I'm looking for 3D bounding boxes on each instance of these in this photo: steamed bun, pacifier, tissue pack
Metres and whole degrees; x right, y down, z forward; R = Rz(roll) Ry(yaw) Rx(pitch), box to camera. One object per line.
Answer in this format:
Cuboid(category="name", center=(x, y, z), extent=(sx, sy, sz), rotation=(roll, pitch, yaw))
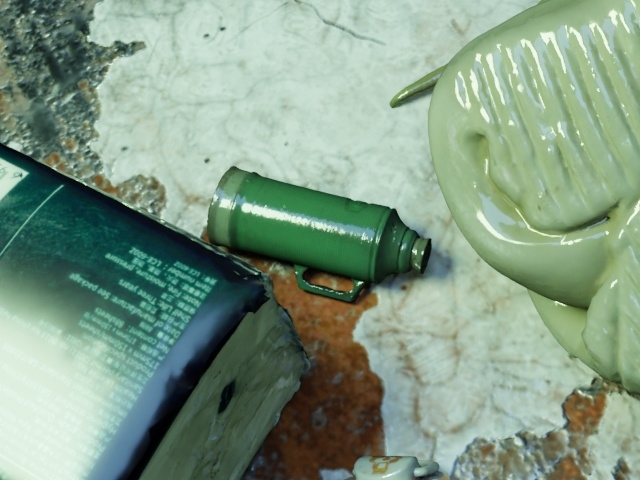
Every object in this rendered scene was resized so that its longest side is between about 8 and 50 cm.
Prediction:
Cuboid(category="steamed bun", center=(0.304, -0.072, 0.980), extent=(0.367, 0.255, 0.343), rotation=(-30, 87, 24))
Cuboid(category="pacifier", center=(0.059, 0.206, 0.988), extent=(0.099, 0.081, 0.078), rotation=(-7, 94, 31))
Cuboid(category="tissue pack", center=(-0.248, 0.080, 0.977), extent=(0.416, 0.253, 0.264), rotation=(24, 70, 18))

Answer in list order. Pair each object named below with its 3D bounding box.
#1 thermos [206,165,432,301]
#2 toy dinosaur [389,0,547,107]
Cuboid(category="thermos", center=(0.000, -0.004, 1.088), extent=(0.187, 0.073, 0.083), rotation=(14, 65, 14))
Cuboid(category="toy dinosaur", center=(0.212, -0.189, 1.157), extent=(0.251, 0.072, 0.200), rotation=(17, 78, 4))
